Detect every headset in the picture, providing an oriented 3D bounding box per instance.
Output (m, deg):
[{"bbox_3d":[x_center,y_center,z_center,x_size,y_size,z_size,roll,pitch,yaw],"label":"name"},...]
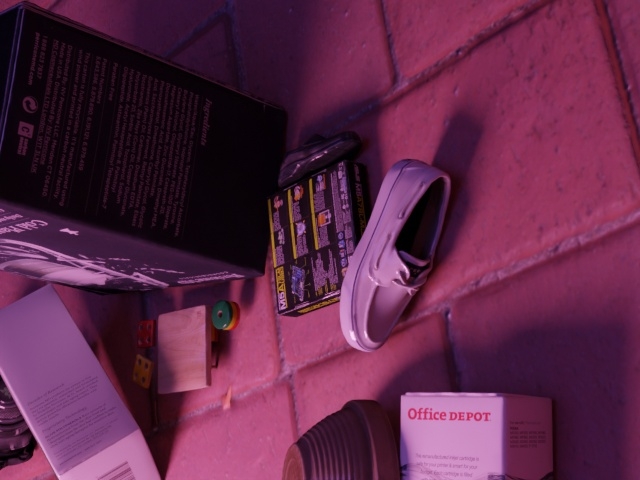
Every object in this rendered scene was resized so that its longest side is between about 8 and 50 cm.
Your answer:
[{"bbox_3d":[-0.576,0.346,2.253,0.394,0.185,0.243,-103,24,-45],"label":"headset"}]

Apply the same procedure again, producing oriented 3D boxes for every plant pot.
[{"bbox_3d":[0.015,0.325,1.532,0.237,0.110,0.237,-177,90,-74],"label":"plant pot"}]

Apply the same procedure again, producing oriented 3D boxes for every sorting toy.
[{"bbox_3d":[-0.216,0.182,1.937,0.274,0.046,0.132,-15,72,46],"label":"sorting toy"}]

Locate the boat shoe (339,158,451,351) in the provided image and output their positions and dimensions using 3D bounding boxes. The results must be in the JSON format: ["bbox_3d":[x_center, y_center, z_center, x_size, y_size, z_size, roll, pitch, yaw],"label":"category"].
[{"bbox_3d":[0.107,0.026,1.571,0.088,0.096,0.267,22,91,53],"label":"boat shoe"}]

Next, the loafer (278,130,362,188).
[{"bbox_3d":[-0.005,-0.131,1.750,0.170,0.062,0.061,-25,60,42],"label":"loafer"}]

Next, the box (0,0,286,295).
[{"bbox_3d":[-0.394,-0.110,1.859,0.480,0.472,0.297,-8,72,48],"label":"box"}]

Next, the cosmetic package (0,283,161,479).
[{"bbox_3d":[-0.425,0.274,2.000,0.365,0.155,0.197,48,159,37],"label":"cosmetic package"}]

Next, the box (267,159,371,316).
[{"bbox_3d":[0.000,0.000,1.731,0.184,0.045,0.190,-25,65,46],"label":"box"}]

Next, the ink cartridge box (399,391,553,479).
[{"bbox_3d":[0.185,0.302,1.417,0.172,0.100,0.237,-8,77,48],"label":"ink cartridge box"}]
